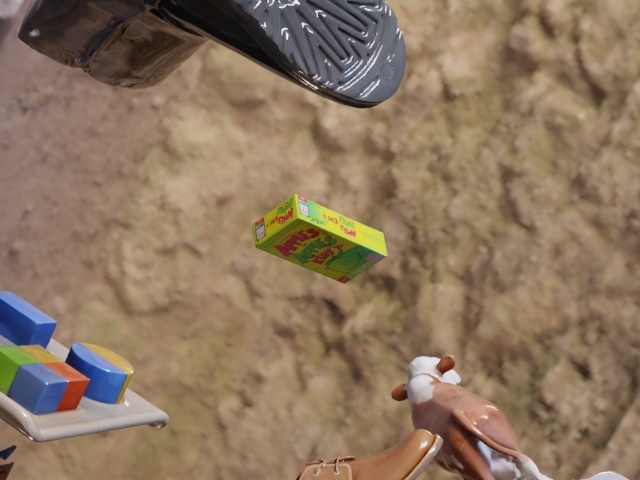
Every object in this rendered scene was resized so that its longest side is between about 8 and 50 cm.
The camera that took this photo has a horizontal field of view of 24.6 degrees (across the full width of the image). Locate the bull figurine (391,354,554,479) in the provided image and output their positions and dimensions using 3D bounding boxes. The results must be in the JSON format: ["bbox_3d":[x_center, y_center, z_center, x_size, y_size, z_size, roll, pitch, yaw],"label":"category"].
[{"bbox_3d":[0.181,0.239,1.778,0.101,0.188,0.310,-41,-174,1],"label":"bull figurine"}]

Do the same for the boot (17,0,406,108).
[{"bbox_3d":[-0.144,-0.242,1.738,0.146,0.367,0.445,-60,-163,-23],"label":"boot"}]

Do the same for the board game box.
[{"bbox_3d":[0.000,0.000,2.130,0.092,0.181,0.043,-34,-131,34],"label":"board game box"}]

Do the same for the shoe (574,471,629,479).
[{"bbox_3d":[0.270,0.289,1.521,0.178,0.063,0.081,8,133,-50],"label":"shoe"}]

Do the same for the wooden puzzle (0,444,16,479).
[{"bbox_3d":[-0.427,0.316,1.874,0.078,0.014,0.116,-14,135,-51],"label":"wooden puzzle"}]

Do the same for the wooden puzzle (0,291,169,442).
[{"bbox_3d":[-0.394,0.152,1.956,0.080,0.322,0.348,-63,156,6],"label":"wooden puzzle"}]

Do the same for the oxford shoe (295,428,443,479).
[{"bbox_3d":[0.022,0.239,1.432,0.212,0.076,0.076,-34,-177,5],"label":"oxford shoe"}]
